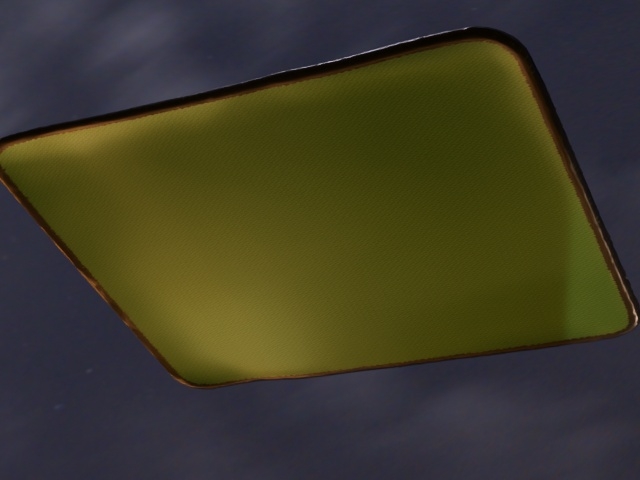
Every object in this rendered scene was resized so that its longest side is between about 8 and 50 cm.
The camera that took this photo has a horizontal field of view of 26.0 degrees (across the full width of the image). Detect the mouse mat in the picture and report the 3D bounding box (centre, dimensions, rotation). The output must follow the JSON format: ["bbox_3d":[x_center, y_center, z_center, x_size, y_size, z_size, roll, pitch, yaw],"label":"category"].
[{"bbox_3d":[0.000,0.000,0.472,0.190,0.007,0.152,-9,-42,24],"label":"mouse mat"}]
